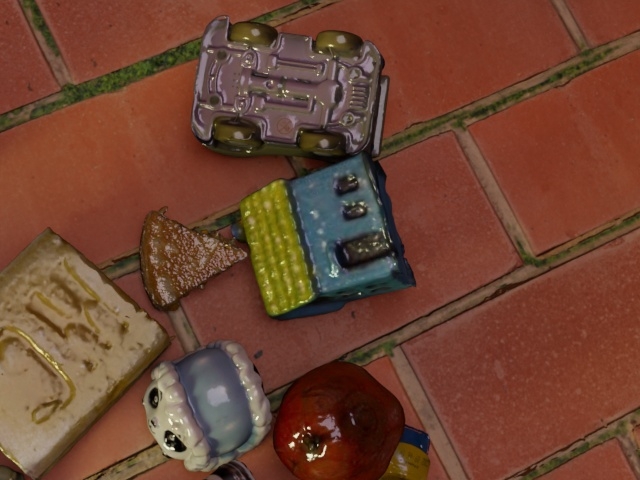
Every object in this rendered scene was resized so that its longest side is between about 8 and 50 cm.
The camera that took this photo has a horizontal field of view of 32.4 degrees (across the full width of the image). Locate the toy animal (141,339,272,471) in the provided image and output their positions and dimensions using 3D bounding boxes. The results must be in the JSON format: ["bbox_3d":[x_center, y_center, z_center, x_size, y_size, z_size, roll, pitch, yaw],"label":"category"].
[{"bbox_3d":[-0.194,0.277,1.876,0.204,0.156,0.208,-19,76,-19],"label":"toy animal"}]

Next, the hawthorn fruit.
[{"bbox_3d":[0.019,0.314,1.847,0.224,0.261,0.224,-1,87,25],"label":"hawthorn fruit"}]

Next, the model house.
[{"bbox_3d":[0.000,0.000,1.968,0.303,0.215,0.237,-18,77,15],"label":"model house"}]

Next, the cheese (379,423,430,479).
[{"bbox_3d":[0.144,0.455,1.932,0.177,0.069,0.270,24,61,-23],"label":"cheese"}]

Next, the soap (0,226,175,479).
[{"bbox_3d":[-0.462,0.188,1.850,0.293,0.156,0.335,45,73,-2],"label":"soap"}]

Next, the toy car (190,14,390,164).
[{"bbox_3d":[-0.050,-0.264,2.038,0.335,0.226,0.242,7,87,10],"label":"toy car"}]

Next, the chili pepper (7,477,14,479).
[{"bbox_3d":[-0.443,0.545,1.767,0.134,0.131,0.338,-29,86,8],"label":"chili pepper"}]

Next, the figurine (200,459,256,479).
[{"bbox_3d":[-0.132,0.547,1.776,0.323,0.196,0.320,41,88,17],"label":"figurine"}]

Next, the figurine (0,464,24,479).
[{"bbox_3d":[-0.665,0.359,1.751,0.380,0.203,0.248,27,86,-17],"label":"figurine"}]

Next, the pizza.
[{"bbox_3d":[-0.224,0.031,1.972,0.198,0.062,0.188,-2,88,5],"label":"pizza"}]
